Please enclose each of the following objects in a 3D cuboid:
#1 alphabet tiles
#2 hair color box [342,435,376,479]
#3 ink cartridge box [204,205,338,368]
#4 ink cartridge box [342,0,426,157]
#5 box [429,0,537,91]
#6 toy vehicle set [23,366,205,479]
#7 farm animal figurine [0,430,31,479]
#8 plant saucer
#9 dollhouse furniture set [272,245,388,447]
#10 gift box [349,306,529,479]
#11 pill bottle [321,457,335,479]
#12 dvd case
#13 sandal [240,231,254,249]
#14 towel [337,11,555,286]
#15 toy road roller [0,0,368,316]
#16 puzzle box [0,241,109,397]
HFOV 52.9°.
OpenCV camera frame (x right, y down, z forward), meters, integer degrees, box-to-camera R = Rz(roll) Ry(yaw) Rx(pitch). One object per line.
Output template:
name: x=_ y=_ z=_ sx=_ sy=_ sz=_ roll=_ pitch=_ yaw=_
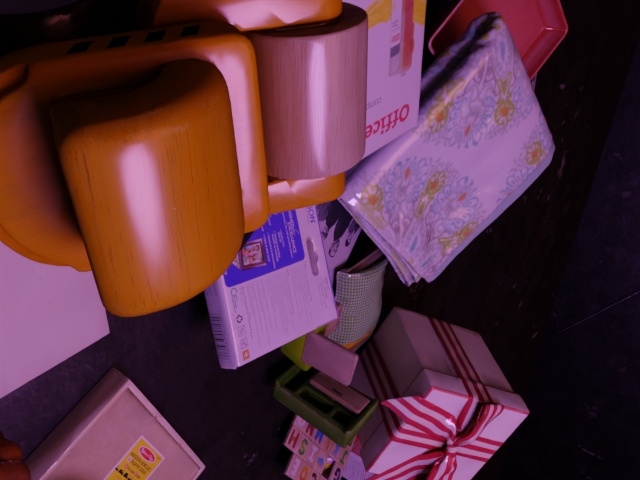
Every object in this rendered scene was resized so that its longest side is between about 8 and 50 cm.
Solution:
alphabet tiles: x=0.006 y=0.385 z=1.255 sx=0.237 sy=0.009 sz=0.198 roll=55 pitch=51 yaw=-44
hair color box: x=0.123 y=0.508 z=1.411 sx=0.053 sy=0.167 sz=0.093 roll=-30 pitch=133 yaw=-44
ink cartridge box: x=-0.071 y=0.041 z=0.878 sx=0.208 sy=0.045 sz=0.206 roll=-18 pitch=99 yaw=-48
ink cartridge box: x=-0.011 y=-0.276 z=0.727 sx=0.279 sy=0.160 sz=0.384 roll=-34 pitch=136 yaw=-40
box: x=0.328 y=-0.364 z=1.238 sx=0.318 sy=0.097 sz=0.394 roll=-36 pitch=136 yaw=-41
toy vehicle set: x=-0.260 y=0.303 z=0.839 sx=0.166 sy=0.035 sz=0.266 roll=-49 pitch=144 yaw=-26
farm animal figurine: x=-0.352 y=0.360 z=0.572 sx=0.330 sy=0.172 sz=0.326 roll=-44 pitch=142 yaw=-19
plant saucer: x=0.290 y=-0.344 z=1.071 sx=0.259 sy=0.048 sz=0.258 roll=-52 pitch=137 yaw=-4
dollhouse furniture set: x=0.076 y=0.161 z=1.097 sx=0.301 sy=0.151 sz=0.197 roll=-33 pitch=143 yaw=-50
gift box: x=0.186 y=0.310 z=1.208 sx=0.276 sy=0.258 sz=0.255 roll=14 pitch=118 yaw=-22
pill bottle: x=0.010 y=0.467 z=1.335 sx=0.043 sy=0.043 sz=0.083 roll=-28 pitch=131 yaw=-45
dvd case: x=0.000 y=0.000 z=1.041 sx=0.179 sy=0.030 sz=0.238 roll=28 pitch=87 yaw=-58
sandal: x=-0.084 y=-0.054 z=0.793 sx=0.040 sy=0.067 sz=0.179 roll=52 pitch=51 yaw=-29
towel: x=0.213 y=-0.124 z=1.053 sx=0.374 sy=0.090 sz=0.320 roll=-47 pitch=138 yaw=-2
toy road roller: x=-0.091 y=-0.078 z=0.493 sx=0.330 sy=0.240 sz=0.202 roll=-15 pitch=127 yaw=-17
puzzle box: x=-0.327 y=-0.025 z=0.519 sx=0.272 sy=0.052 sz=0.408 roll=-32 pitch=134 yaw=-42
